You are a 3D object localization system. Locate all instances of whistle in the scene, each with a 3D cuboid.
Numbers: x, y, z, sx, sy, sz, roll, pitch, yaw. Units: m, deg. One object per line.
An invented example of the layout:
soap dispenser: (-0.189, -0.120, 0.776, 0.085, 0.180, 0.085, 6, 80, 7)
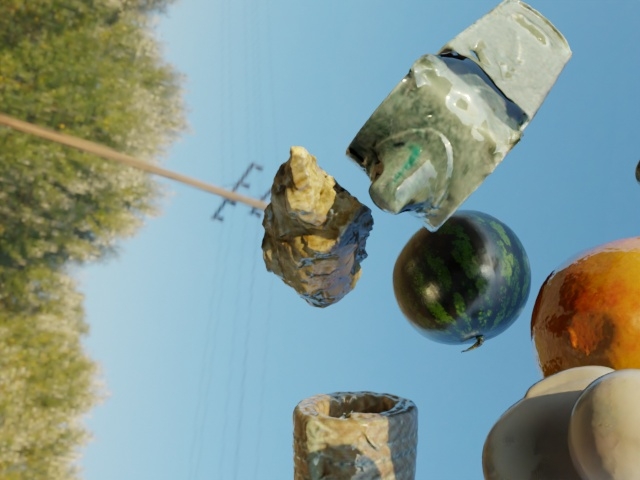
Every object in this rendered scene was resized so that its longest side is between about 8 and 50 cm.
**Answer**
whistle: (0.201, -0.186, 1.191, 0.405, 0.168, 0.188, -49, 177, -8)

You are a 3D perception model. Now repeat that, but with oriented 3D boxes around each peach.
peach: (0.407, 0.130, 1.127, 0.308, 0.289, 0.289, 50, -54, 32)

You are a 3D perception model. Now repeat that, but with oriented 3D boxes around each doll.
doll: (0.281, 0.212, 0.857, 0.251, 0.221, 0.221, -9, -122, 20)

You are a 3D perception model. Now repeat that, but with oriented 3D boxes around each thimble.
thimble: (0.056, 0.326, 1.375, 0.229, 0.196, 0.148, -12, 102, -79)

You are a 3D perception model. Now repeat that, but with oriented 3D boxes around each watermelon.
watermelon: (0.271, 0.072, 1.639, 0.269, 0.269, 0.269, -49, -147, 48)

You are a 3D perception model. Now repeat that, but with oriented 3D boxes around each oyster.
oyster: (0.005, 0.002, 1.252, 0.110, 0.166, 0.341, 48, -28, 31)

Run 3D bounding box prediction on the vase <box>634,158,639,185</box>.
vase: (0.572, -0.072, 1.303, 0.219, 0.096, 0.096, 49, -59, 53)
